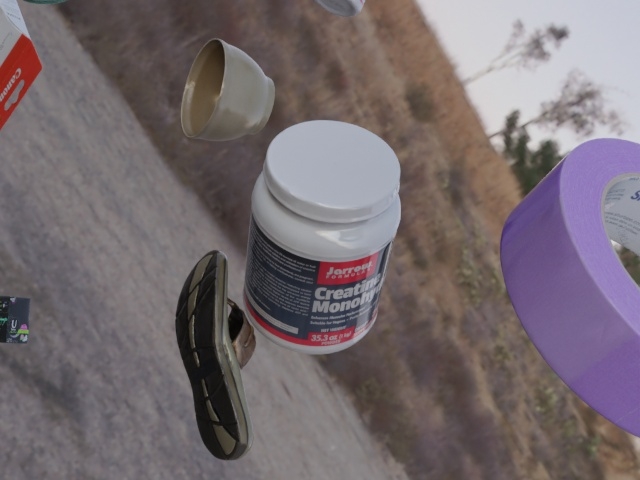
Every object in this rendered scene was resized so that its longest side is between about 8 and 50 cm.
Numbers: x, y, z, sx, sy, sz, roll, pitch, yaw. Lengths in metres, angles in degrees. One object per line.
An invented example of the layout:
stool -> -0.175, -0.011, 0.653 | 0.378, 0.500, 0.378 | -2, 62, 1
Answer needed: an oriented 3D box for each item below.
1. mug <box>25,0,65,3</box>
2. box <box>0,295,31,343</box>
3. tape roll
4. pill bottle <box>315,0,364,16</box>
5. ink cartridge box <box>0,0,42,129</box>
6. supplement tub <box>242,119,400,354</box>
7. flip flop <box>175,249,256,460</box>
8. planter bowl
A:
mug -> -0.363, -0.381, 1.428 | 0.129, 0.157, 0.097 | -124, -147, -53
box -> -0.558, 0.141, 1.873 | 0.062, 0.052, 0.083 | 17, 74, -67
tape roll -> 0.296, 0.041, 0.932 | 0.274, 0.090, 0.275 | 20, 45, -22
pill bottle -> 0.052, -0.452, 1.703 | 0.087, 0.160, 0.087 | 21, -14, 5
ink cartridge box -> -0.611, -0.336, 1.952 | 0.066, 0.189, 0.232 | 18, 35, -41
supplement tub -> 0.000, 0.000, 1.377 | 0.272, 0.191, 0.191 | 99, -29, -44
flip flop -> -0.123, 0.150, 1.383 | 0.080, 0.112, 0.277 | 1, 67, -39
planter bowl -> -0.141, -0.229, 1.678 | 0.109, 0.162, 0.162 | 14, 28, -29
